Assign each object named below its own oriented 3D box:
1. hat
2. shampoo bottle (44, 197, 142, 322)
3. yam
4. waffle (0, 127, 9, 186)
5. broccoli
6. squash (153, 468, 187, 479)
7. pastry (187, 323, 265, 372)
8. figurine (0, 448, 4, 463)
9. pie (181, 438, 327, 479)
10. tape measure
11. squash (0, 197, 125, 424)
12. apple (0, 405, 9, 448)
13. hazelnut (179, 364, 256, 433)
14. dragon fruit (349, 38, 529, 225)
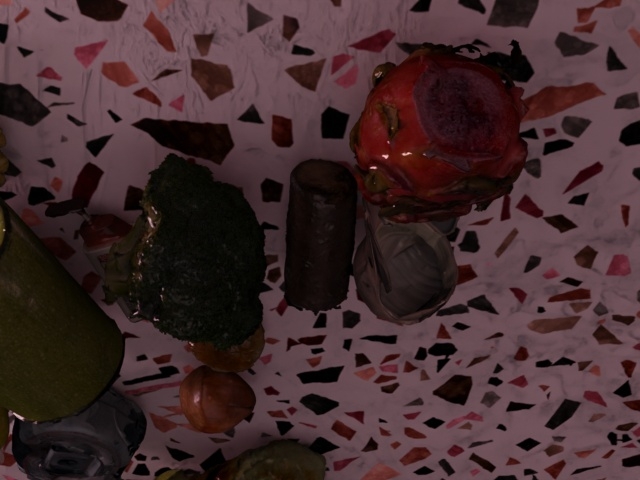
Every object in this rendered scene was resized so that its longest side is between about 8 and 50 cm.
[{"bbox_3d":[0.127,0.009,1.628,0.161,0.232,0.275,5,125,39],"label":"hat"},{"bbox_3d":[-0.361,0.023,1.703,0.153,0.071,0.284,-23,126,19],"label":"shampoo bottle"},{"bbox_3d":[0.001,-0.001,1.645,0.131,0.131,0.279,3,131,-3],"label":"yam"},{"bbox_3d":[-0.637,-0.164,1.539,0.261,0.056,0.250,3,135,-6],"label":"waffle"},{"bbox_3d":[-0.218,0.030,1.565,0.283,0.321,0.304,-13,145,29],"label":"broccoli"},{"bbox_3d":[-0.382,0.632,2.242,0.085,0.184,0.192,21,142,37],"label":"squash"},{"bbox_3d":[-0.182,0.192,1.850,0.153,0.081,0.153,2,136,2],"label":"pastry"},{"bbox_3d":[-0.799,0.504,2.117,0.237,0.141,0.162,-34,153,24],"label":"figurine"},{"bbox_3d":[-0.177,0.631,2.157,0.418,0.180,0.395,-16,136,-17],"label":"pie"},{"bbox_3d":[-0.507,0.416,2.013,0.275,0.147,0.256,19,129,-18],"label":"tape measure"},{"bbox_3d":[-0.537,0.130,1.642,0.263,0.263,0.384,-15,140,13],"label":"squash"},{"bbox_3d":[-0.722,0.363,1.937,0.196,0.196,0.196,0,133,0],"label":"apple"},{"bbox_3d":[-0.206,0.315,1.932,0.150,0.150,0.150,0,133,0],"label":"hazelnut"},{"bbox_3d":[0.164,-0.154,1.434,0.250,0.269,0.291,1,168,-11],"label":"dragon fruit"}]
